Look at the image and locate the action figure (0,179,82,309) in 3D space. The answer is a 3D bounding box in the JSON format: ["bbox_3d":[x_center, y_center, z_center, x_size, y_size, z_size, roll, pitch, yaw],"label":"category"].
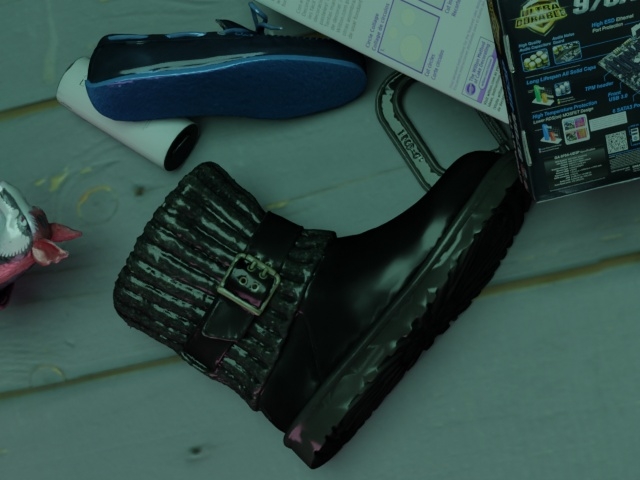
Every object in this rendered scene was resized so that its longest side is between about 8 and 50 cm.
[{"bbox_3d":[-0.400,0.020,1.410,0.370,0.248,0.275,3,83,17],"label":"action figure"}]

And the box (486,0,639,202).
[{"bbox_3d":[0.252,-0.140,1.208,0.220,0.051,0.175,-14,112,0],"label":"box"}]

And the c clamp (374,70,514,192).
[{"bbox_3d":[0.132,-0.110,1.418,0.137,0.022,0.160,-41,75,10],"label":"c clamp"}]

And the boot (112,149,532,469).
[{"bbox_3d":[-0.002,0.000,1.373,0.260,0.131,0.348,41,93,16],"label":"boot"}]

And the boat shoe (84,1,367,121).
[{"bbox_3d":[-0.087,-0.172,1.423,0.258,0.109,0.089,0,56,-6],"label":"boat shoe"}]

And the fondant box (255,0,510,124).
[{"bbox_3d":[0.094,-0.271,1.328,0.330,0.096,0.238,30,112,31],"label":"fondant box"}]

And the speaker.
[{"bbox_3d":[-0.184,-0.121,1.478,0.136,0.055,0.055,32,89,16],"label":"speaker"}]
